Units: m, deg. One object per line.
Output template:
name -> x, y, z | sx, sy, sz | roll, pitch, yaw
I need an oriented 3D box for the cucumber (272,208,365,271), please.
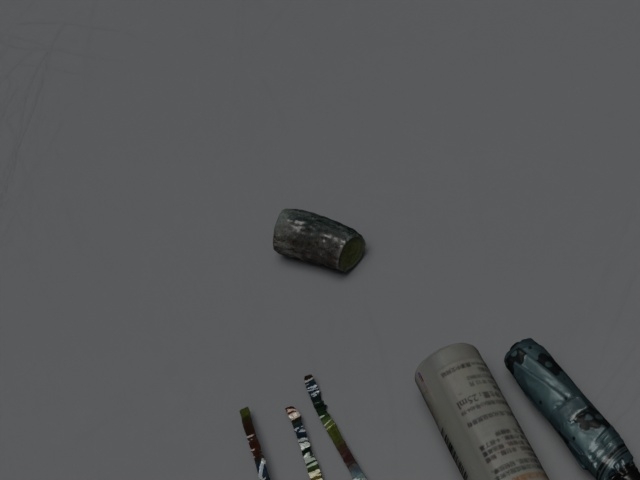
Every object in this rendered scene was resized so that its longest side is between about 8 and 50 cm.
cucumber -> -0.002, 0.000, 1.578 | 0.112, 0.064, 0.064 | 18, 66, 23

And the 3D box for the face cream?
face cream -> 0.186, 0.235, 1.356 | 0.082, 0.082, 0.269 | -26, 55, 1

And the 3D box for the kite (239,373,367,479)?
kite -> -0.008, 0.292, 1.406 | 0.169, 0.015, 0.310 | -25, 54, -10

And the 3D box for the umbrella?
umbrella -> 0.280, 0.203, 1.365 | 0.052, 0.053, 0.250 | -38, 57, 1
